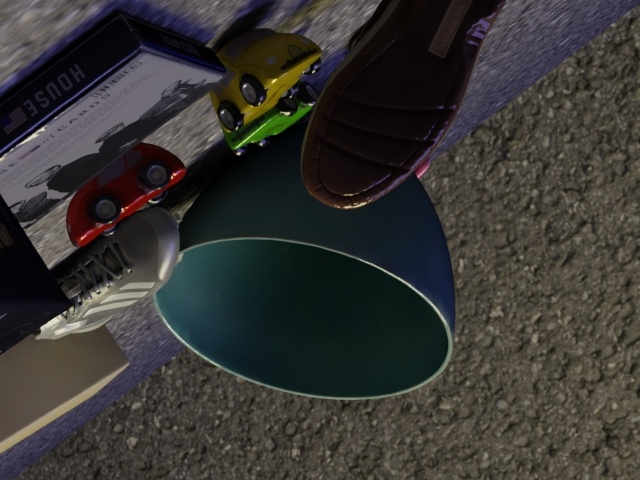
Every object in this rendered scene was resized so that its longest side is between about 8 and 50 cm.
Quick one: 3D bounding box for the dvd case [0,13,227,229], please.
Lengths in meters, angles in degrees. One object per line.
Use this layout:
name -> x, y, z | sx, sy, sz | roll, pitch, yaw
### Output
dvd case -> -0.155, -0.066, 1.118 | 0.179, 0.029, 0.239 | -36, 176, 7

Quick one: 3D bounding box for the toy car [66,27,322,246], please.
toy car -> -0.070, -0.093, 1.346 | 0.239, 0.053, 0.225 | -37, 176, 25

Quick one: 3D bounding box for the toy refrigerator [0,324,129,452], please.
toy refrigerator -> -0.323, 0.152, 1.759 | 0.269, 0.102, 0.094 | -33, 175, -45

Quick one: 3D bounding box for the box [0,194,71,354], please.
box -> -0.215, 0.011, 0.667 | 0.165, 0.143, 0.270 | -34, 177, 0

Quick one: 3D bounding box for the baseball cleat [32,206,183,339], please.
baseball cleat -> -0.206, 0.042, 1.670 | 0.109, 0.072, 0.206 | -23, 165, -43

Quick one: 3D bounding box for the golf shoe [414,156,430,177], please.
golf shoe -> -0.009, -0.035, 1.935 | 0.306, 0.115, 0.140 | -42, -160, -21

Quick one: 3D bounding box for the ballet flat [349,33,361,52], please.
ballet flat -> 0.061, -0.176, 1.639 | 0.057, 0.049, 0.173 | -3, 180, 15

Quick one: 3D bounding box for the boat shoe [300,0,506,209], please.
boat shoe -> 0.072, -0.140, 1.356 | 0.257, 0.095, 0.095 | -55, -170, 11

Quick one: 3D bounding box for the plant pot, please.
plant pot -> 0.000, 0.000, 1.778 | 0.290, 0.290, 0.195 | -41, -150, 52
